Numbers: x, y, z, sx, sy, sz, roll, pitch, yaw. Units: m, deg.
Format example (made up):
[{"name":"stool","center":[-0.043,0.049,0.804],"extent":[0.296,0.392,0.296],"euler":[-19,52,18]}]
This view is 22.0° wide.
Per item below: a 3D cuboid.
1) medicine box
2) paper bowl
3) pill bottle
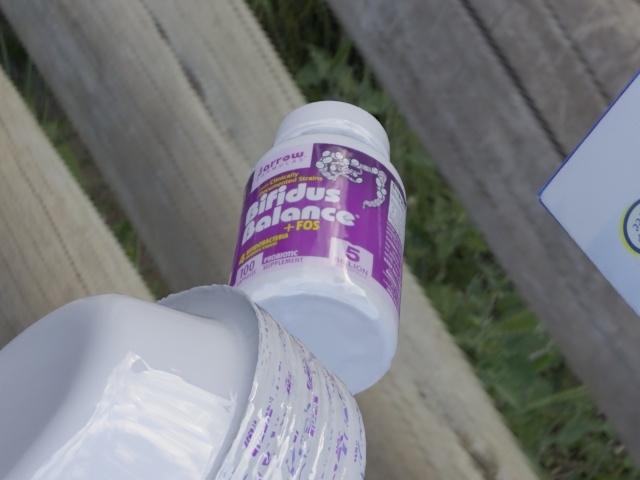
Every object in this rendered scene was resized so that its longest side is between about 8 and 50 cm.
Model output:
[{"name":"medicine box","center":[0.347,-0.086,1.198],"extent":[0.289,0.263,0.149],"euler":[-11,55,-49]},{"name":"paper bowl","center":[-0.125,0.142,0.893],"extent":[0.148,0.284,0.284],"euler":[43,62,-22]},{"name":"pill bottle","center":[0.000,0.000,1.641],"extent":[0.169,0.169,0.302],"euler":[13,42,-7]}]
